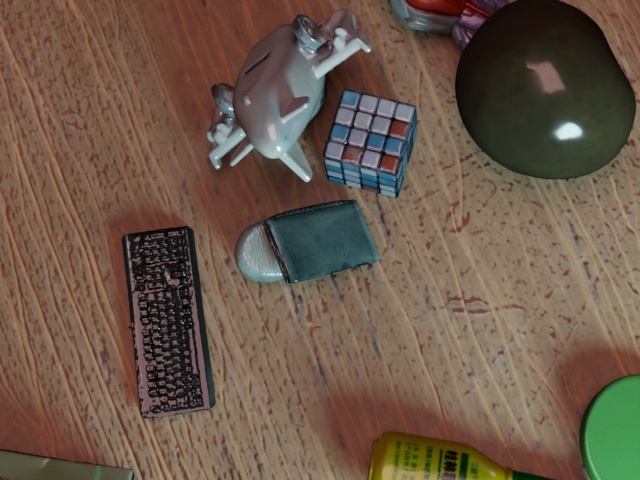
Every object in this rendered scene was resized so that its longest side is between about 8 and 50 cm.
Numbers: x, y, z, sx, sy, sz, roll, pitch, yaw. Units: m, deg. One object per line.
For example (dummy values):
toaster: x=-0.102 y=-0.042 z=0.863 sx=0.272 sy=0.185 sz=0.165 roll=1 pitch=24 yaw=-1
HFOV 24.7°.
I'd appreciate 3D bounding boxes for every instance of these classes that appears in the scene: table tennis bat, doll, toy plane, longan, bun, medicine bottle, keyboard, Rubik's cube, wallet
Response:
table tennis bat: x=0.388 y=0.272 z=1.630 sx=0.160 sy=0.039 sz=0.257 roll=-22 pitch=75 yaw=-18
doll: x=0.148 y=-0.294 z=1.795 sx=0.228 sy=0.075 sz=0.102 roll=25 pitch=63 yaw=1
toy plane: x=-0.044 y=-0.171 z=1.719 sx=0.118 sy=0.252 sz=0.252 roll=42 pitch=79 yaw=-23
longan: x=0.257 y=-0.171 z=1.693 sx=0.197 sy=0.196 sz=0.220 roll=-29 pitch=84 yaw=-4
bun: x=-0.063 y=0.014 z=1.736 sx=0.083 sy=0.045 sz=0.083 roll=3 pitch=76 yaw=-14
medicine bottle: x=0.183 y=0.279 z=1.638 sx=0.261 sy=0.064 sz=0.095 roll=10 pitch=68 yaw=2
keyboard: x=-0.184 y=0.096 z=1.739 sx=0.094 sy=0.025 sz=0.230 roll=-9 pitch=74 yaw=-1
Rubik's cube: x=0.060 y=-0.115 z=1.742 sx=0.092 sy=0.092 sz=0.092 roll=15 pitch=76 yaw=9
wallet: x=0.000 y=0.000 z=1.727 sx=0.129 sy=0.026 sz=0.088 roll=-14 pitch=74 yaw=-30

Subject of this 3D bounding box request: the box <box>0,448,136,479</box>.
box: x=-0.326 y=0.380 z=1.578 sx=0.198 sy=0.084 sz=0.310 roll=8 pitch=50 yaw=7
